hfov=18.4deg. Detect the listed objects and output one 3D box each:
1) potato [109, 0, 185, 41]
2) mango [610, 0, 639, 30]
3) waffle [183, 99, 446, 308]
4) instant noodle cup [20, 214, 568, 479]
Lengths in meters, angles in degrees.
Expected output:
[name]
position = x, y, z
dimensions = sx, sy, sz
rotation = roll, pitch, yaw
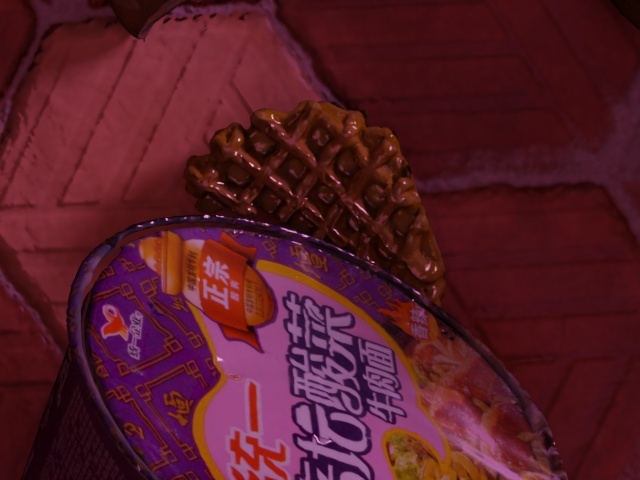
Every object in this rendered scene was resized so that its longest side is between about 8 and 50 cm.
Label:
[potato]
position = -0.063, -0.229, 1.225
dimensions = 0.261, 0.100, 0.120
rotation = -33, 94, 24
[mango]
position = 0.209, -0.241, 1.260
dimensions = 0.133, 0.111, 0.267
rotation = -31, 103, -8
[waffle]
position = 0.000, -0.001, 1.324
dimensions = 0.149, 0.051, 0.194
rotation = -17, 104, 10
[instant noodle cup]
position = -0.047, 0.189, 1.213
dimensions = 0.340, 0.340, 0.266
rotation = 27, 119, -5
